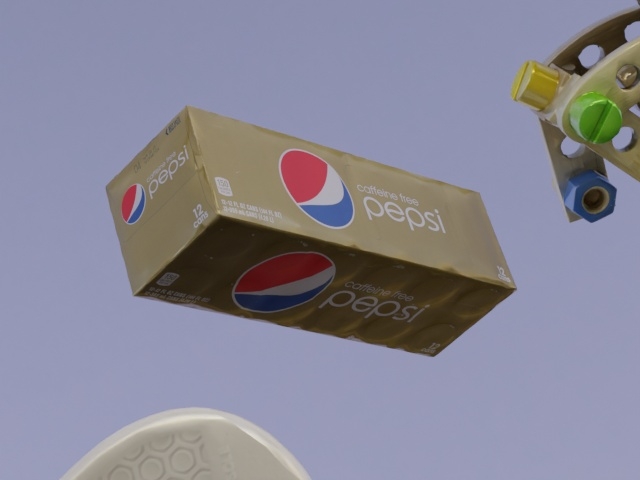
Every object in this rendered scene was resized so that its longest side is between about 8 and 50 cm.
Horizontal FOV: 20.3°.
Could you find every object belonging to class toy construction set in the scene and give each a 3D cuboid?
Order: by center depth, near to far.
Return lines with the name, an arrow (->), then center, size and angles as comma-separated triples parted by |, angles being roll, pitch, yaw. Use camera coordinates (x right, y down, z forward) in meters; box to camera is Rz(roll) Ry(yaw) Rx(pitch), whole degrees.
toy construction set -> 0.147, -0.173, 1.098 | 0.215, 0.151, 0.327 | -44, -57, 6

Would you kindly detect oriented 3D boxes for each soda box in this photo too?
soda box -> 0.000, 0.000, 0.779 | 0.181, 0.058, 0.061 | 13, -43, -42

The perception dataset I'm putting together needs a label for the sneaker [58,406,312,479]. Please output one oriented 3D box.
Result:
sneaker -> -0.112, 0.170, 0.504 | 0.296, 0.104, 0.147 | -43, -10, -8
